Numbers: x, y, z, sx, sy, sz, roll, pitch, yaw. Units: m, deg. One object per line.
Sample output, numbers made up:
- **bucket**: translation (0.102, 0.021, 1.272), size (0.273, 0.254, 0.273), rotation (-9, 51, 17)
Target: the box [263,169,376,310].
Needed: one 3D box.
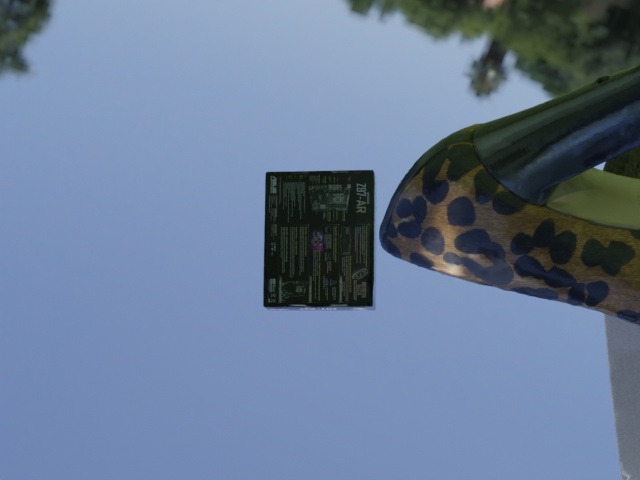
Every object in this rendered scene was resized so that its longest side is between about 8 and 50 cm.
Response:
- **box**: translation (0.000, 0.000, 0.955), size (0.067, 0.083, 0.018), rotation (-1, 171, 8)

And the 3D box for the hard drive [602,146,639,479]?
- **hard drive**: translation (0.209, 0.034, 0.946), size (0.054, 0.255, 0.172), rotation (3, -143, 22)

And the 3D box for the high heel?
- **high heel**: translation (0.158, 0.037, 0.802), size (0.261, 0.186, 0.093), rotation (57, -157, -22)
